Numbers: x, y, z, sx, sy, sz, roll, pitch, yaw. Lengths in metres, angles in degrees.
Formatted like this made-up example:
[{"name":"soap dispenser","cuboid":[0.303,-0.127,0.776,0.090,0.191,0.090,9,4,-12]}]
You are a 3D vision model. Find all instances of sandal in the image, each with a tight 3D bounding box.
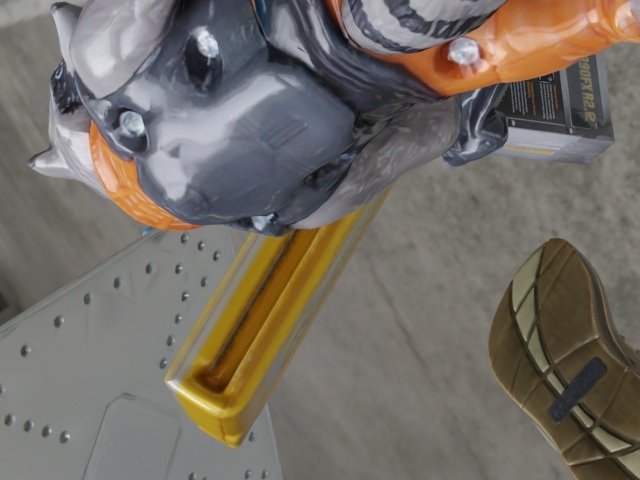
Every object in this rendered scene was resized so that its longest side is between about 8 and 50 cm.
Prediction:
[{"name":"sandal","cuboid":[0.133,0.069,0.629,0.049,0.072,0.180,31,-161,-33]}]

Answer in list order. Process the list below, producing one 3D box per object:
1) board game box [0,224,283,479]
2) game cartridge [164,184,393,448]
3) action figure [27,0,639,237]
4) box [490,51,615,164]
[{"name":"board game box","cuboid":[-0.196,0.205,1.258,0.050,0.390,0.390,9,121,35]},{"name":"game cartridge","cuboid":[0.000,0.000,0.863,0.053,0.285,0.323,29,169,5]},{"name":"action figure","cuboid":[-0.032,-0.107,0.460,0.341,0.178,0.330,31,145,-19]},{"name":"box","cuboid":[0.164,-0.192,1.189,0.056,0.183,0.231,138,133,-61]}]
